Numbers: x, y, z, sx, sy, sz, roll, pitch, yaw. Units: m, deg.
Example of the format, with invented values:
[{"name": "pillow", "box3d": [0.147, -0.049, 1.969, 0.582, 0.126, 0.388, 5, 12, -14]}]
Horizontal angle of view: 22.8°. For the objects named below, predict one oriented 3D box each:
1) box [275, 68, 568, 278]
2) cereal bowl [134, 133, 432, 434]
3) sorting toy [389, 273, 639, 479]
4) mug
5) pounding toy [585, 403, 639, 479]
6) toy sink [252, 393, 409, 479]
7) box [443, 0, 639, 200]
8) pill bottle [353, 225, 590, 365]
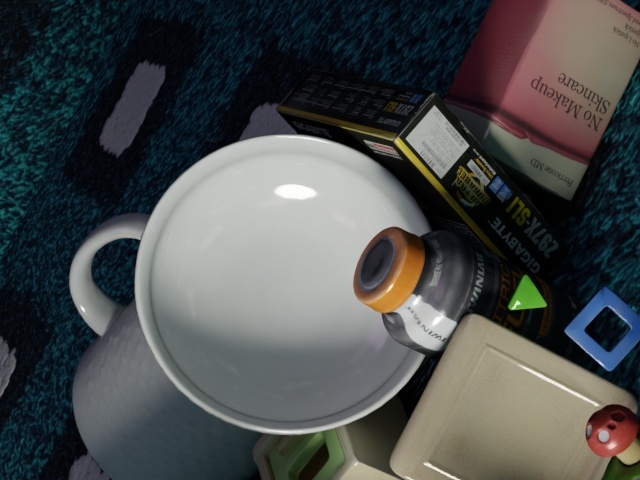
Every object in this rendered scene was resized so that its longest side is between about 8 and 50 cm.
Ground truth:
[{"name": "box", "box3d": [0.112, -0.076, 1.852, 0.079, 0.257, 0.322, -50, 26, -9]}, {"name": "cereal bowl", "box3d": [-0.037, 0.055, 1.792, 0.141, 0.339, 0.339, 107, -176, -81]}, {"name": "sorting toy", "box3d": [0.192, 0.193, 1.595, 0.347, 0.196, 0.047, -62, -1, 1]}, {"name": "mug", "box3d": [-0.158, 0.121, 2.018, 0.328, 0.374, 0.276, -43, 7, 42]}, {"name": "pounding toy", "box3d": [0.295, 0.221, 1.395, 0.183, 0.110, 0.236, -20, 40, 41]}, {"name": "toy sink", "box3d": [0.016, 0.254, 1.874, 0.153, 0.131, 0.234, -51, 29, 21]}, {"name": "box", "box3d": [0.254, -0.184, 1.825, 0.127, 0.149, 0.232, 23, 88, 62]}, {"name": "pill bottle", "box3d": [0.154, 0.072, 1.669, 0.130, 0.246, 0.130, -41, 35, 37]}]
